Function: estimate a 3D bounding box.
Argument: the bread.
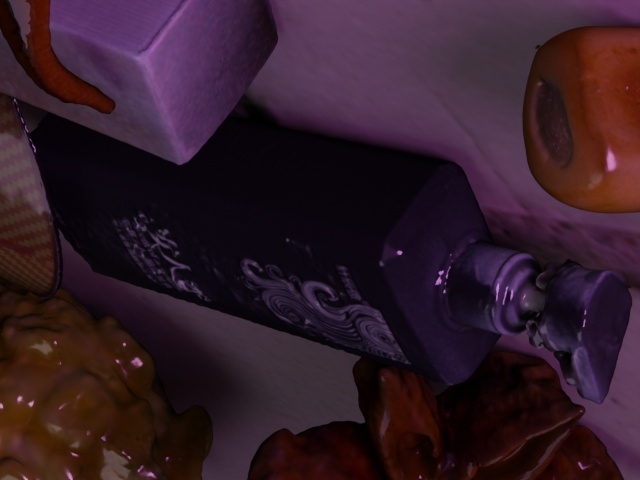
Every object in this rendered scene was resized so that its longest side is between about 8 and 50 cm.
[{"bbox_3d":[0.114,-0.041,0.616,0.049,0.103,0.062,-29,71,54],"label":"bread"}]

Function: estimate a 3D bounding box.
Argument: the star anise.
[{"bbox_3d":[0.049,0.109,0.900,0.212,0.111,0.196,-11,167,34],"label":"star anise"}]

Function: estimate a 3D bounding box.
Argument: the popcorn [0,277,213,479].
[{"bbox_3d":[-0.189,0.130,1.214,0.225,0.174,0.286,47,163,6],"label":"popcorn"}]

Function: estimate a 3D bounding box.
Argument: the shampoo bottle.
[{"bbox_3d":[0.000,-0.001,0.815,0.309,0.071,0.098,14,142,39],"label":"shampoo bottle"}]

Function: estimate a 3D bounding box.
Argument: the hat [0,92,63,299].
[{"bbox_3d":[-0.203,-0.046,0.884,0.193,0.082,0.193,52,155,35],"label":"hat"}]

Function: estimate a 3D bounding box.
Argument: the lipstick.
[{"bbox_3d":[-0.194,-0.140,0.792,0.371,0.080,0.076,23,153,25],"label":"lipstick"}]

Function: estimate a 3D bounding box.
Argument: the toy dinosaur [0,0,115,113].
[{"bbox_3d":[-0.134,-0.201,0.516,0.208,0.097,0.432,0,127,49],"label":"toy dinosaur"}]
